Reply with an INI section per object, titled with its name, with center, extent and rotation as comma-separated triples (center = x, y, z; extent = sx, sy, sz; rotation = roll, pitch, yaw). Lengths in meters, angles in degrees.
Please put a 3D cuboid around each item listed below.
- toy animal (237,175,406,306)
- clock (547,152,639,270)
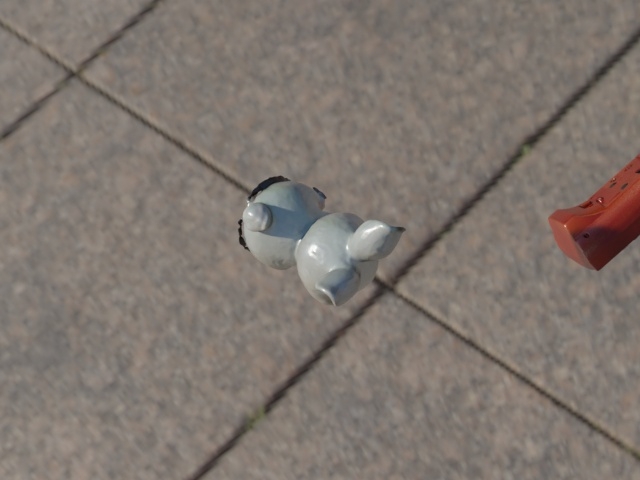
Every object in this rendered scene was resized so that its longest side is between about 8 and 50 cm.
[toy animal]
center = 0.002, 0.002, 1.107
extent = 0.124, 0.085, 0.071
rotation = 32, 83, 31
[clock]
center = 0.315, -0.043, 1.624
extent = 0.155, 0.061, 0.113
rotation = -40, 9, -1
